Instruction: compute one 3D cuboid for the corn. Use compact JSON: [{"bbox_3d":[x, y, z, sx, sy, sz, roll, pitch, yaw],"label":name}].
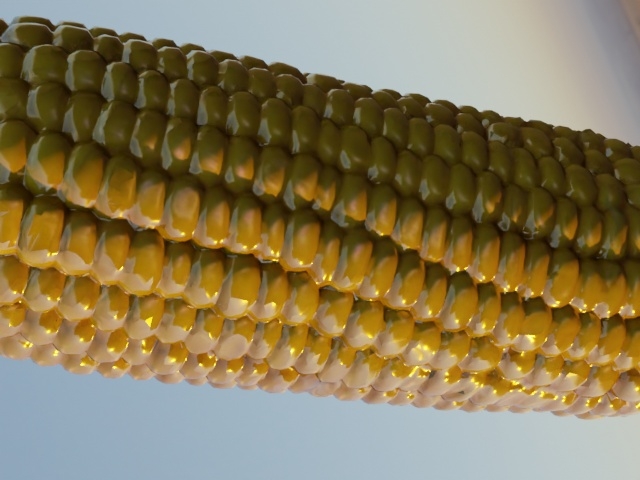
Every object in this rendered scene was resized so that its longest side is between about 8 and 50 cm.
[{"bbox_3d":[0.000,0.000,0.582,0.144,0.387,0.144,-169,90,-80],"label":"corn"}]
